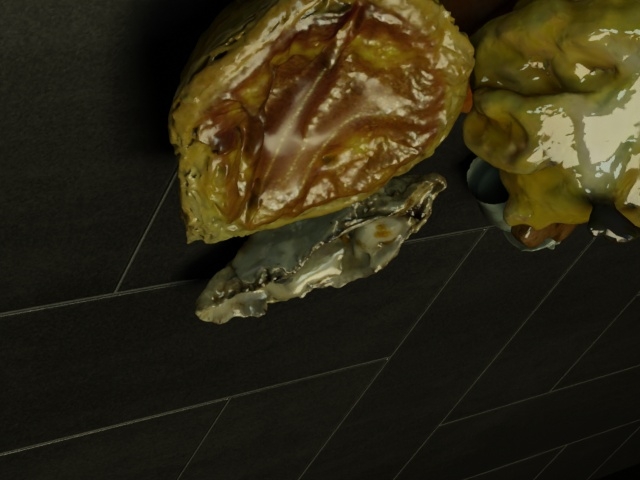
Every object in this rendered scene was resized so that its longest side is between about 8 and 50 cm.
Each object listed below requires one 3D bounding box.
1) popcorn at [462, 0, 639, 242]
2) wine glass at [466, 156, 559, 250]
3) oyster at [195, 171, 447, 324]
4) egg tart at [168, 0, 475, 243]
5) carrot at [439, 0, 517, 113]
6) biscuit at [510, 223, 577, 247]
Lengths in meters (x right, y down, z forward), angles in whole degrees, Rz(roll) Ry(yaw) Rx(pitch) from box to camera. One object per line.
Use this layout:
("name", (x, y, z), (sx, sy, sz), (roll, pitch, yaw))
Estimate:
("popcorn", (0.297, -0.153, 1.473), (0.316, 0.281, 0.297), (-31, 124, -13))
("wine glass", (0.278, -0.056, 1.955), (0.103, 0.103, 0.222), (-38, 154, 9))
("oyster", (-0.003, -0.004, 1.729), (0.341, 0.110, 0.166), (-40, 148, 19))
("egg tart", (-0.012, -0.152, 1.395), (0.340, 0.153, 0.351), (-21, 148, -6))
("carrot", (0.245, -0.258, 1.585), (0.307, 0.100, 0.258), (-39, 150, 16))
("biscuit", (0.345, -0.127, 1.863), (0.278, 0.043, 0.301), (-42, 144, -37))
